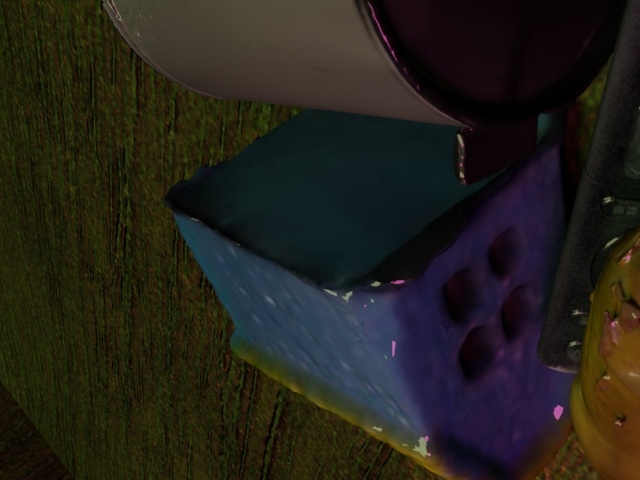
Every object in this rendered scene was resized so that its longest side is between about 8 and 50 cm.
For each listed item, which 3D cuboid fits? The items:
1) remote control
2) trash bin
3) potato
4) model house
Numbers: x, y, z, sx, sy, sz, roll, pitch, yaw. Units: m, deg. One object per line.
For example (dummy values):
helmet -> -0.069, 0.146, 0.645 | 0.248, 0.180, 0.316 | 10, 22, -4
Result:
remote control -> 0.202, -0.057, 0.581 | 0.044, 0.107, 0.378 | -92, 3, -46
trash bin -> 0.019, -0.182, 0.612 | 0.262, 0.217, 0.277 | 14, 119, 51
potato -> 0.226, 0.072, 0.573 | 0.172, 0.140, 0.300 | 4, 148, 14
model house -> 0.061, 0.051, 0.788 | 0.237, 0.215, 0.303 | 23, 139, 45
